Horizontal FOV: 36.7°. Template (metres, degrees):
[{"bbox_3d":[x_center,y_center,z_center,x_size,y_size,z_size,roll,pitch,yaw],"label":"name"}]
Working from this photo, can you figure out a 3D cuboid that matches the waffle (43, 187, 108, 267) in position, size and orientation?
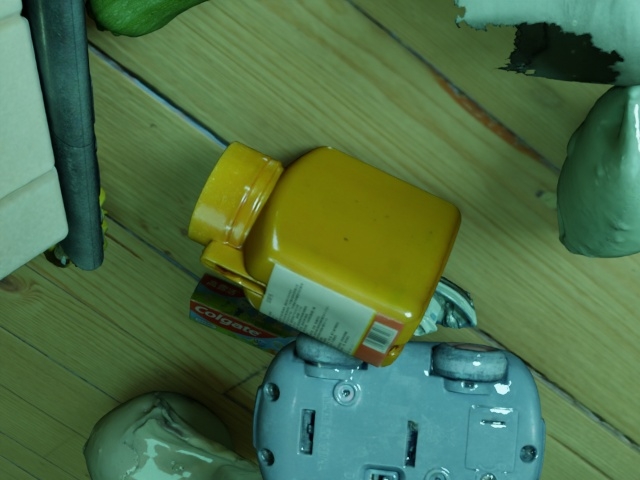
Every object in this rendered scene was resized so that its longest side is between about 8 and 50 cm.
[{"bbox_3d":[-0.378,-0.088,1.097,0.329,0.062,0.329,16,144,12],"label":"waffle"}]

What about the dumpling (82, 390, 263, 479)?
[{"bbox_3d":[-0.218,0.339,1.464,0.260,0.181,0.341,30,125,-21],"label":"dumpling"}]

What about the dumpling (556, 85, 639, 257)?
[{"bbox_3d":[0.242,-0.060,0.697,0.105,0.149,0.217,47,168,24],"label":"dumpling"}]

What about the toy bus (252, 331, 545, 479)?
[{"bbox_3d":[0.080,0.191,1.019,0.294,0.197,0.232,4,-179,5],"label":"toy bus"}]

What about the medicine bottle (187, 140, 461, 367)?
[{"bbox_3d":[0.000,0.000,0.885,0.222,0.149,0.112,26,146,2],"label":"medicine bottle"}]

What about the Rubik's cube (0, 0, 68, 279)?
[{"bbox_3d":[-0.452,-0.102,0.811,0.321,0.316,0.319,21,131,29],"label":"Rubik's cube"}]

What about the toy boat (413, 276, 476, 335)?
[{"bbox_3d":[0.092,0.062,0.980,0.140,0.066,0.059,19,141,10],"label":"toy boat"}]

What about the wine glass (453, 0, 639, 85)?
[{"bbox_3d":[0.237,-0.156,0.538,0.321,0.143,0.143,4,140,35],"label":"wine glass"}]

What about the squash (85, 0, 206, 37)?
[{"bbox_3d":[-0.114,-0.211,0.754,0.219,0.068,0.077,-12,146,43],"label":"squash"}]

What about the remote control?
[{"bbox_3d":[-0.236,-0.133,0.878,0.107,0.044,0.378,57,152,36],"label":"remote control"}]

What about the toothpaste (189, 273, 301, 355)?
[{"bbox_3d":[-0.061,0.097,1.148,0.193,0.044,0.070,22,144,6],"label":"toothpaste"}]
